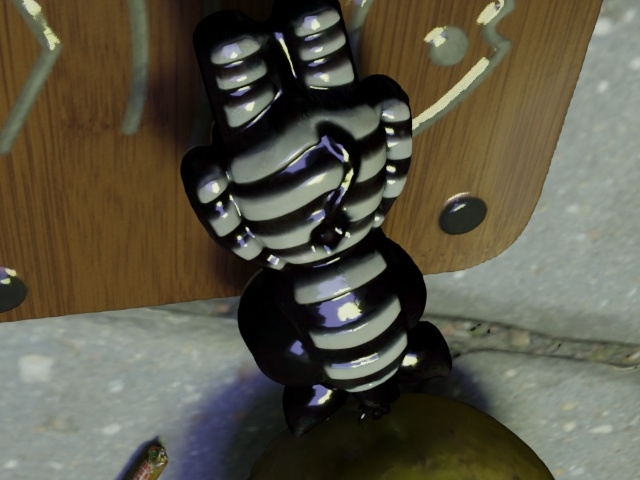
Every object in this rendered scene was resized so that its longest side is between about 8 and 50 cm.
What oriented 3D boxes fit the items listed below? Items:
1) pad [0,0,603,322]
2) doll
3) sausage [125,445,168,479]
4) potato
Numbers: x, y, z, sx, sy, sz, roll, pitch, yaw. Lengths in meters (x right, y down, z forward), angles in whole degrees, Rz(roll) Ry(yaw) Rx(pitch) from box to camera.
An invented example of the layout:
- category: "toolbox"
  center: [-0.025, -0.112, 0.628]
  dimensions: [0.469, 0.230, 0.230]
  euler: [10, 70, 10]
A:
- category: "pad"
  center: [-0.020, -0.082, 0.364]
  dimensions: [0.284, 0.018, 0.286]
  euler: [-6, 133, -15]
- category: "doll"
  center: [0.000, 0.000, 0.388]
  dimensions: [0.091, 0.067, 0.219]
  euler: [-24, 131, -11]
- category: "sausage"
  center: [-0.110, 0.148, 0.537]
  dimensions: [0.015, 0.015, 0.100]
  euler: [17, 124, -31]
- category: "potato"
  center: [0.050, 0.203, 0.535]
  dimensions: [0.229, 0.229, 0.266]
  euler: [-18, 109, -4]
